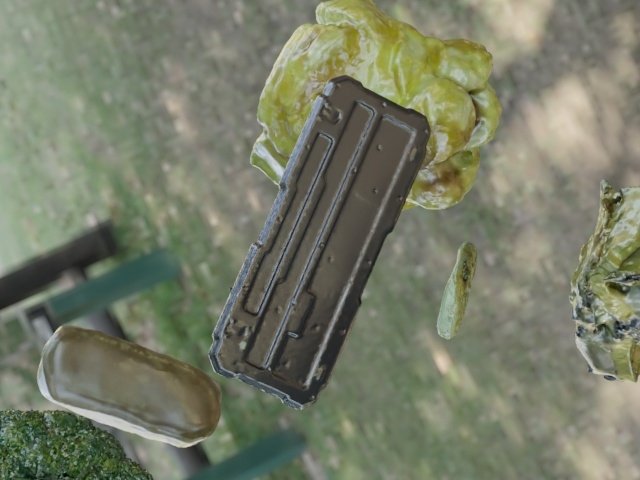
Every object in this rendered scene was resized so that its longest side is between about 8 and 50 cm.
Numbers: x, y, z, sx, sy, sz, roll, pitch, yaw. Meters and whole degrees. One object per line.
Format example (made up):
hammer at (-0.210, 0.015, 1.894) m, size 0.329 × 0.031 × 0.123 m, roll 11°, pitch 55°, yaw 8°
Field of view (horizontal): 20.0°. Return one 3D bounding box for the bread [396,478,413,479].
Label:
bread at (-0.033, 0.417, 2.146) m, size 0.165 × 0.375 × 0.236 m, roll 61°, pitch -163°, yaw -2°

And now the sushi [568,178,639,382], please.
sushi at (0.316, 0.036, 1.812) m, size 0.131 × 0.139 × 0.291 m, roll 12°, pitch 155°, yaw 17°

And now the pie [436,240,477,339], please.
pie at (0.112, 0.039, 1.481) m, size 0.017 × 0.085 × 0.085 m, roll 14°, pitch 139°, yaw 9°

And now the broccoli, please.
broccoli at (-0.228, 0.215, 1.503) m, size 0.195 × 0.195 × 0.156 m, roll 136°, pitch 144°, yaw -66°

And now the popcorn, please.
popcorn at (0.068, -0.136, 2.035) m, size 0.276 × 0.225 × 0.276 m, roll 26°, pitch 166°, yaw 7°

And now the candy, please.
candy at (-0.237, 0.183, 2.260) m, size 0.104 × 0.234 × 0.102 m, roll 143°, pitch 144°, yaw -73°

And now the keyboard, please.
keyboard at (0.000, 0.000, 1.451) m, size 0.106 × 0.262 × 0.016 m, roll 26°, pitch 170°, yaw -18°
